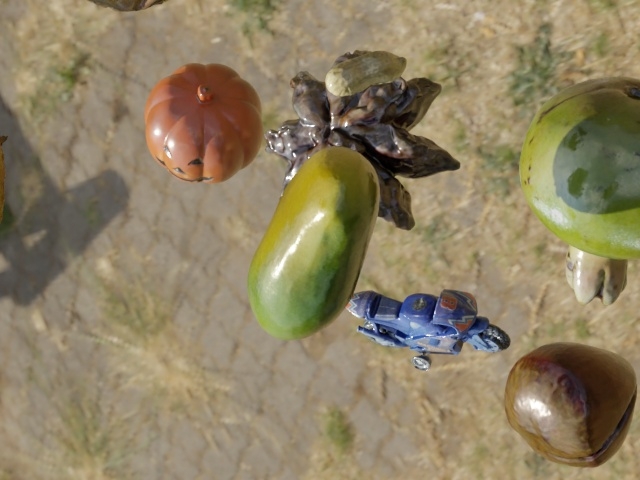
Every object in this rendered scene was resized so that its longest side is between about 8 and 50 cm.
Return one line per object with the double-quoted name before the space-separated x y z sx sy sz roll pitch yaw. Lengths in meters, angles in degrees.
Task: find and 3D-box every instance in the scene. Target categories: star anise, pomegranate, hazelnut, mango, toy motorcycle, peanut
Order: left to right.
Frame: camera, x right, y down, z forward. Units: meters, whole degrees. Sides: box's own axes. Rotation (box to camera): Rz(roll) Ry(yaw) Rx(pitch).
"mango" 0.000 -0.001 0.986 0.085 0.122 0.191 27 129 -3
"star anise" 0.036 -0.111 1.452 0.236 0.109 0.223 28 90 24
"peanut" 0.044 -0.161 1.208 0.037 0.083 0.037 166 90 -80
"toy motorcycle" 0.135 0.104 1.595 0.205 0.076 0.114 1 144 31
"hazelnut" 0.391 0.235 1.920 0.208 0.208 0.208 20 121 37
"pomegranate" 0.268 -0.042 1.126 0.179 0.179 0.211 -1 95 44

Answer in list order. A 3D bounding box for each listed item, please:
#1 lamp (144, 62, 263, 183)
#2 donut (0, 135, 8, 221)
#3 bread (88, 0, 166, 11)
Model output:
"lamp" -0.178 -0.185 1.938 0.187 0.187 0.164 46 156 19
"donut" -0.273 -0.045 0.837 0.140 0.059 0.140 6 100 34
"bread" -0.139 -0.274 0.969 0.190 0.132 0.114 -58 25 14
